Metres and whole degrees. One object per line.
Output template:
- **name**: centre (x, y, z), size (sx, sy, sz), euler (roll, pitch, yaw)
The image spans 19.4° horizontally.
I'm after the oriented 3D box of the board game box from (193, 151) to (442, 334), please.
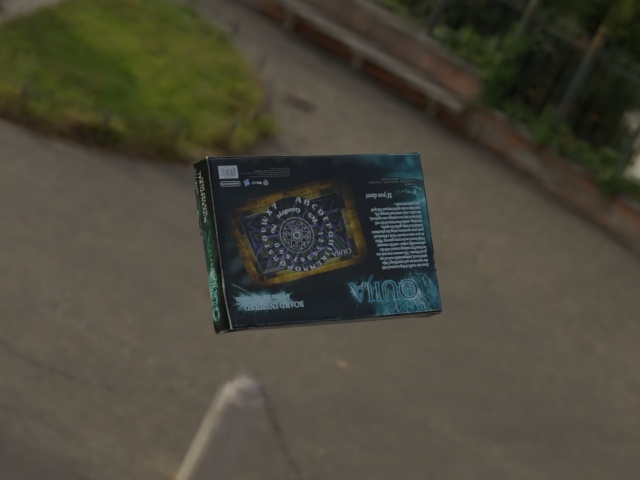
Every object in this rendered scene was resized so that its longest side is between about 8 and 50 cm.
- **board game box**: centre (0.000, 0.000, 1.366), size (0.186, 0.126, 0.026), euler (-2, -9, -33)
